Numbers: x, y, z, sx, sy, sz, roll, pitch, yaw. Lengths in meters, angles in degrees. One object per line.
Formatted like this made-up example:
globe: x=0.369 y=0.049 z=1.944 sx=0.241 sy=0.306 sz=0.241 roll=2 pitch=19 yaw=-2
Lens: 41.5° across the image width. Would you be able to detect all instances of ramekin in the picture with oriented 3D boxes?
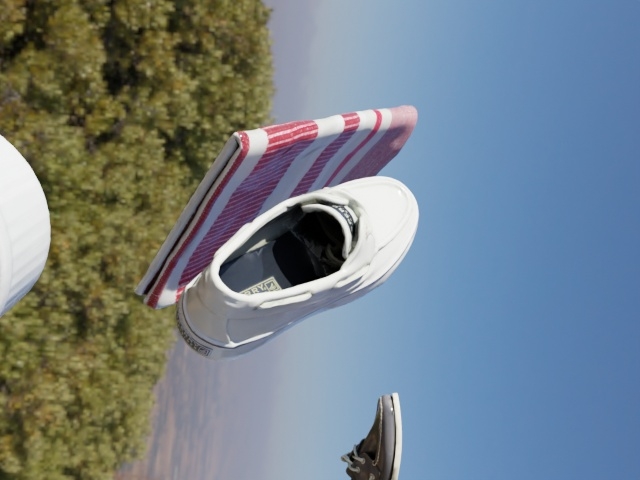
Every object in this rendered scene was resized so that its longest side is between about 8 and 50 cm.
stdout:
ramekin: x=-0.443 y=-0.012 z=0.946 sx=0.135 sy=0.277 sz=0.277 roll=-53 pitch=151 yaw=-68

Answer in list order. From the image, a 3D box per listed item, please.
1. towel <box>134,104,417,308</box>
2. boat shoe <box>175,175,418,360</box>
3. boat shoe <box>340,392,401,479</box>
towel: x=-0.035 y=-0.044 z=0.934 sx=0.329 sy=0.037 sz=0.237 roll=-20 pitch=152 yaw=-54
boat shoe: x=0.000 y=0.000 z=0.680 sx=0.096 sy=0.267 sz=0.088 roll=53 pitch=-41 yaw=15
boat shoe: x=0.054 y=0.273 z=0.987 sx=0.075 sy=0.065 sz=0.206 roll=-85 pitch=-178 yaw=-74
